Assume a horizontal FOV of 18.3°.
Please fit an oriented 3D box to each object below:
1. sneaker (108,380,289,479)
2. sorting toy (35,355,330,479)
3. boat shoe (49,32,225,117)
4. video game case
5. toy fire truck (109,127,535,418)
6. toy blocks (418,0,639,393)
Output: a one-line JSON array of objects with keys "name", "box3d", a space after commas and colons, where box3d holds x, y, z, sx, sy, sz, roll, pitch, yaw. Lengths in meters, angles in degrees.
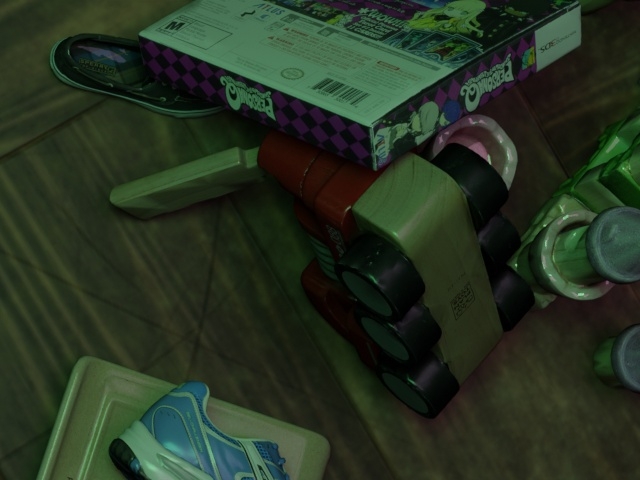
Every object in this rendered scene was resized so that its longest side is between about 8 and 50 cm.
[{"name": "sneaker", "box3d": [-0.043, 0.183, 1.370, 0.211, 0.080, 0.081, 43, 74, -15]}, {"name": "sorting toy", "box3d": [-0.109, 0.202, 1.405, 0.208, 0.038, 0.193, 21, 77, -20]}, {"name": "boat shoe", "box3d": [-0.124, -0.120, 1.434, 0.142, 0.040, 0.049, 8, 80, -18]}, {"name": "video game case", "box3d": [0.026, -0.140, 1.379, 0.210, 0.232, 0.042, -33, 131, -34]}, {"name": "toy fire truck", "box3d": [0.000, 0.000, 1.406, 0.246, 0.217, 0.158, 34, 72, 30]}, {"name": "toy blocks", "box3d": [0.269, -0.057, 1.447, 0.309, 0.260, 0.288, 43, 71, -9]}]
